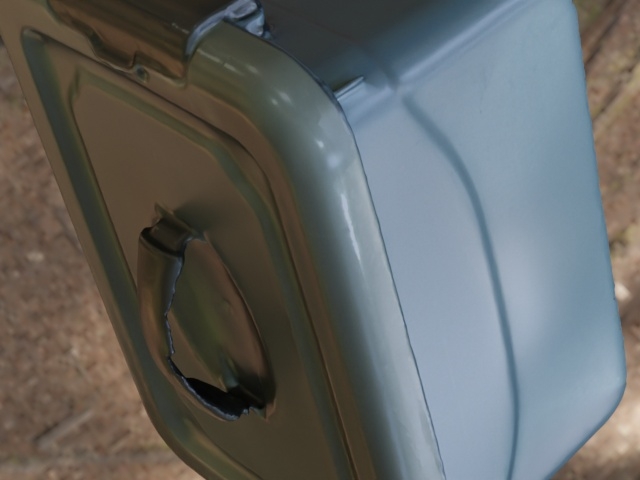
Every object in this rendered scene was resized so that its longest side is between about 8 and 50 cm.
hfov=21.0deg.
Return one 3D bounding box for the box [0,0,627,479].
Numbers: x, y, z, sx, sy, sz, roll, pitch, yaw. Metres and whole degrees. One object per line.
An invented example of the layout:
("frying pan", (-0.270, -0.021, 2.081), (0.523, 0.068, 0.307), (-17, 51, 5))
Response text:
("box", (0.000, 0.000, 0.541), (0.130, 0.162, 0.227), (-35, 132, -25))
